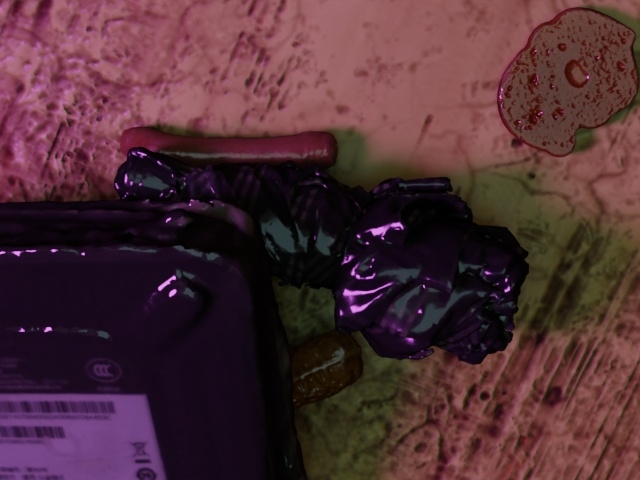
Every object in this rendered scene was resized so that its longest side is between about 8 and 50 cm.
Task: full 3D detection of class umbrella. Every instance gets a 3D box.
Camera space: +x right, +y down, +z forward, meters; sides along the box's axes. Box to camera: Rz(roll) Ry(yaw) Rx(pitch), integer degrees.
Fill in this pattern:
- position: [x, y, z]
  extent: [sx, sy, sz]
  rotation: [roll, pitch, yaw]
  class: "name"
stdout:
- position: [0.000, 0.011, 0.888]
  extent: [0.337, 0.128, 0.154]
  rotation: [8, 109, 6]
  class: "umbrella"

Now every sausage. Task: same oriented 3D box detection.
- position: [-0.078, -0.074, 0.916]
  extent: [0.186, 0.043, 0.043]
  rotation: [1, 100, 2]
  class: "sausage"

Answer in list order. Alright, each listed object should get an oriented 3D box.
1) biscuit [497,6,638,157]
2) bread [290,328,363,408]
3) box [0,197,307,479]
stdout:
- position: [0.210, -0.135, 0.907]
  extent: [0.102, 0.019, 0.130]
  rotation: [43, 99, -5]
  class: "biscuit"
- position: [-0.034, 0.129, 0.947]
  extent: [0.157, 0.044, 0.052]
  rotation: [-27, 101, 6]
  class: "bread"
- position: [-0.200, 0.132, 0.881]
  extent: [0.359, 0.091, 0.350]
  rotation: [-1, 119, 9]
  class: "box"
